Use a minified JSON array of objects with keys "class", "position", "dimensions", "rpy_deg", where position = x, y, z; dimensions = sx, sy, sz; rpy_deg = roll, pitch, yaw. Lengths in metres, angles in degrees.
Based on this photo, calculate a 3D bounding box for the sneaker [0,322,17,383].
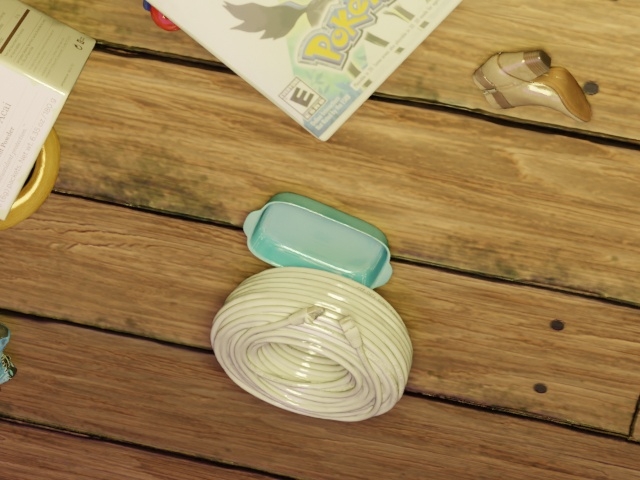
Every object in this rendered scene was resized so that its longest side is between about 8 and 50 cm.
[{"class":"sneaker","position":[-0.460,0.164,2.134],"dimensions":[0.073,0.063,0.162],"rpy_deg":[12,143,-21]}]

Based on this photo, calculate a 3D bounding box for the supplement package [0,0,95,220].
[{"class":"supplement package","position":[-0.423,-0.187,1.643],"dimensions":[0.293,0.175,0.177],"rpy_deg":[27,115,-11]}]

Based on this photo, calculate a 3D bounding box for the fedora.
[{"class":"fedora","position":[-0.409,-0.098,1.806],"dimensions":[0.194,0.194,0.079],"rpy_deg":[27,174,-10]}]

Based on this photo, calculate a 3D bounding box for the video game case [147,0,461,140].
[{"class":"video game case","position":[0.002,-0.298,1.451],"dimensions":[0.300,0.036,0.329],"rpy_deg":[38,111,-20]}]

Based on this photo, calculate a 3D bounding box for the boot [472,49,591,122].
[{"class":"boot","position":[0.222,-0.157,1.612],"dimensions":[0.087,0.042,0.118],"rpy_deg":[-19,125,39]}]

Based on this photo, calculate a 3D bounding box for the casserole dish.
[{"class":"casserole dish","position":[0.000,0.000,1.834],"dimensions":[0.188,0.037,0.114],"rpy_deg":[21,136,-6]}]

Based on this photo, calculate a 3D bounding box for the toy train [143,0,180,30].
[{"class":"toy train","position":[-0.050,-0.277,1.537],"dimensions":[0.248,0.105,0.143],"rpy_deg":[12,123,5]}]

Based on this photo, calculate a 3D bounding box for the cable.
[{"class":"cable","position":[-0.012,0.133,1.908],"dimensions":[0.257,0.089,0.257],"rpy_deg":[-4,142,32]}]
